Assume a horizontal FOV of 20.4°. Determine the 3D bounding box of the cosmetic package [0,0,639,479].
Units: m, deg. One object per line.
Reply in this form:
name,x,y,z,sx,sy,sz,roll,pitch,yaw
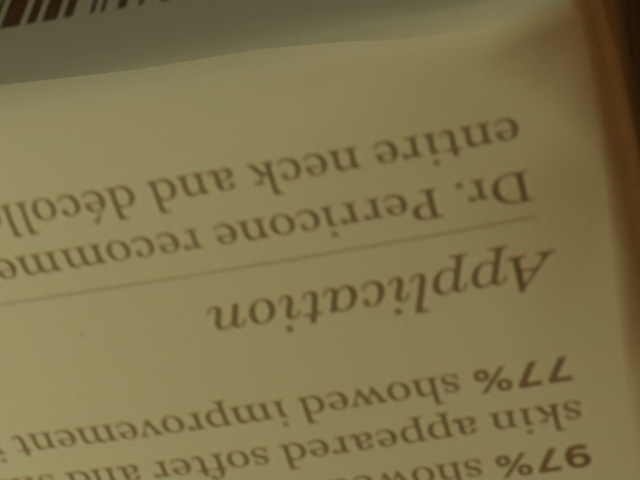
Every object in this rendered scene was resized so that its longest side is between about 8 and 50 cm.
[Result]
cosmetic package,-0.030,0.019,0.663,0.327,0.329,0.394,-82,-20,-52
